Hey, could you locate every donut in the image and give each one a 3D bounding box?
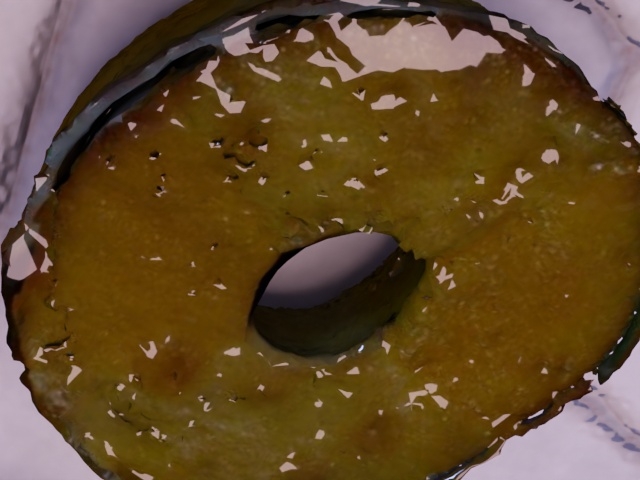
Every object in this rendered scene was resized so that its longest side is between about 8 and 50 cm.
[{"bbox_3d":[0.000,0.000,0.716,0.272,0.107,0.272,-3,121,-4],"label":"donut"}]
